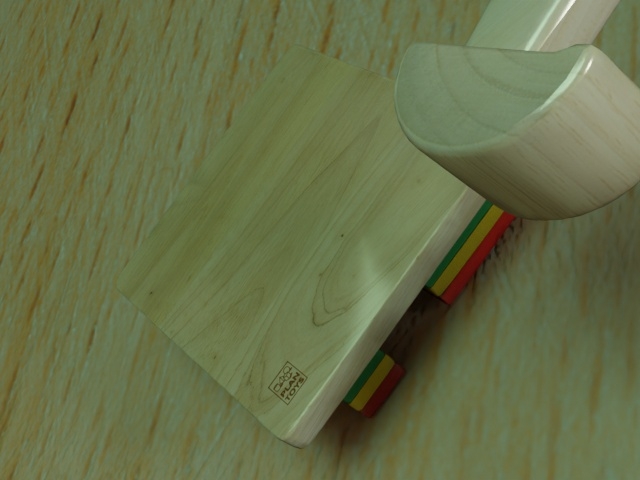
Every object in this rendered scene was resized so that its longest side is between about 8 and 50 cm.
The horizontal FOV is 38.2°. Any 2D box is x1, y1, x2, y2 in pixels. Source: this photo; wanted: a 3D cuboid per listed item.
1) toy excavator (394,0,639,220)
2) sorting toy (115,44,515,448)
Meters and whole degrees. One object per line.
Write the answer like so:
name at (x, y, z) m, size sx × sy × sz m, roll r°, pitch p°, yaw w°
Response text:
toy excavator at (0.253, -0.242, 0.432) m, size 0.445 × 0.222 × 0.433 m, roll -16°, pitch 53°, yaw 46°
sorting toy at (0.000, 0.000, 0.719) m, size 0.255 × 0.089 × 0.257 m, roll 32°, pitch 84°, yaw 46°
